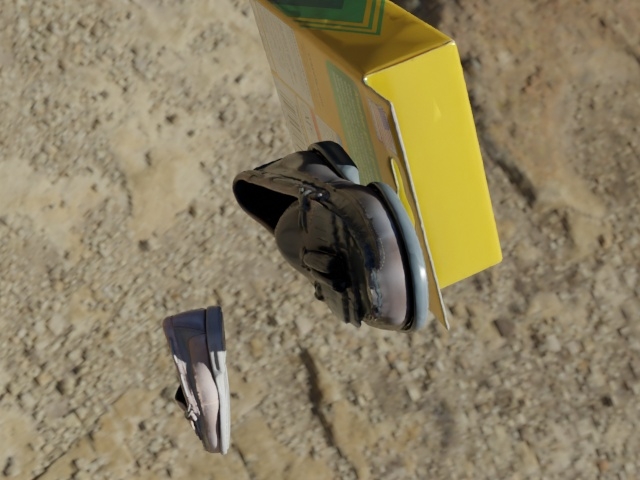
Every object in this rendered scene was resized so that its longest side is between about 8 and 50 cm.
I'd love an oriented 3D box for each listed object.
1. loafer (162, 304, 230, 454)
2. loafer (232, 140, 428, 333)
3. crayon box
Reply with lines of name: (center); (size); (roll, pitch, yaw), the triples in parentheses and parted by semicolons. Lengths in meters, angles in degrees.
loafer: (-0.081, 0.093, 0.807); (0.039, 0.125, 0.045); (-1, 38, -2)
loafer: (0.000, 0.000, 0.815); (0.084, 0.267, 0.096); (-8, 109, -10)
crayon box: (0.050, -0.093, 1.010); (0.083, 0.323, 0.203); (-23, 122, -10)
